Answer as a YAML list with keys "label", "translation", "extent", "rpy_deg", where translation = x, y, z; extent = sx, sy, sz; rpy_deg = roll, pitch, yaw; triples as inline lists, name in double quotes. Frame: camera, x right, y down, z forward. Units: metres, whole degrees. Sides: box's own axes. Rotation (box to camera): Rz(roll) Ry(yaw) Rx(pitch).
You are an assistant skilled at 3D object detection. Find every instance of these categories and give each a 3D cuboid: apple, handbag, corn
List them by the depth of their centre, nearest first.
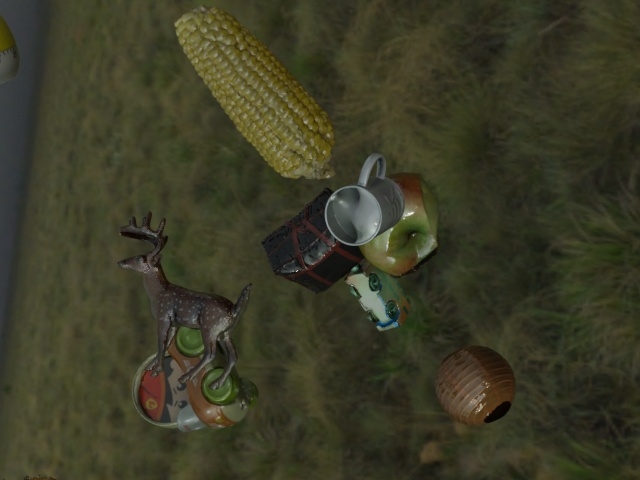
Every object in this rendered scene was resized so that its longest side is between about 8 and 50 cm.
- label: "corn"
  translation: [-0.096, -0.233, 1.430]
  extent: [0.130, 0.347, 0.130]
  rpy_deg: [-40, 5, 4]
- label: "apple"
  translation: [0.155, -0.036, 1.774]
  extent: [0.188, 0.174, 0.207]
  rpy_deg: [-106, 20, -58]
- label: "handbag"
  translation: [0.000, 0.000, 1.889]
  extent: [0.215, 0.169, 0.155]
  rpy_deg: [-41, 54, 16]

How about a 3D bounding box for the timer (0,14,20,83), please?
- label: "timer"
  translation: [-0.809, -0.449, 1.924]
  extent: [0.285, 0.285, 0.285]
  rpy_deg: [-173, 90, -72]

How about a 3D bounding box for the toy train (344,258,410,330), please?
- label: "toy train"
  translation: [0.133, 0.117, 2.052]
  extent: [0.072, 0.188, 0.099]
  rpy_deg: [-18, 22, 42]

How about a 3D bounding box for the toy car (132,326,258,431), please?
- label: "toy car"
  translation: [-0.261, 0.286, 1.751]
  extent: [0.145, 0.235, 0.235]
  rpy_deg: [49, -140, -65]

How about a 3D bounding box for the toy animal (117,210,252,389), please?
- label: "toy animal"
  translation: [-0.227, 0.096, 1.446]
  extent: [0.087, 0.243, 0.260]
  rpy_deg: [25, -104, -78]

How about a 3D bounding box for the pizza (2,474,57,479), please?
- label: "pizza"
  translation: [-0.533, 0.510, 1.673]
  extent: [0.147, 0.226, 0.069]
  rpy_deg: [40, 124, 49]

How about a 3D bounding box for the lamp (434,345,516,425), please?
- label: "lamp"
  translation: [0.254, 0.238, 1.464]
  extent: [0.136, 0.136, 0.136]
  rpy_deg: [-173, 90, -72]

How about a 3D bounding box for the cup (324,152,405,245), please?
- label: "cup"
  translation: [0.086, -0.065, 1.471]
  extent: [0.136, 0.099, 0.133]
  rpy_deg: [-51, -11, 24]
